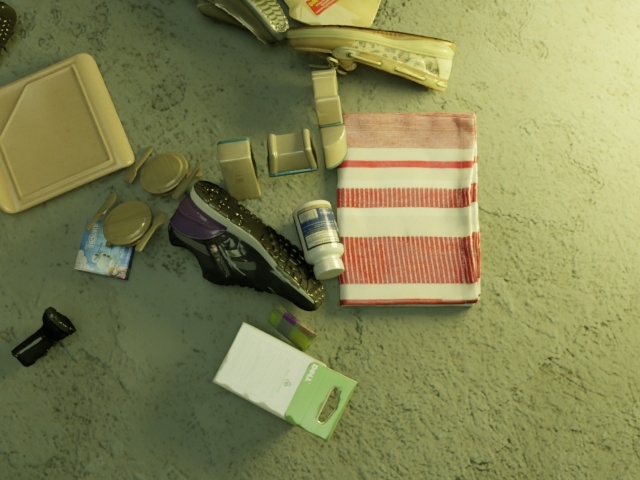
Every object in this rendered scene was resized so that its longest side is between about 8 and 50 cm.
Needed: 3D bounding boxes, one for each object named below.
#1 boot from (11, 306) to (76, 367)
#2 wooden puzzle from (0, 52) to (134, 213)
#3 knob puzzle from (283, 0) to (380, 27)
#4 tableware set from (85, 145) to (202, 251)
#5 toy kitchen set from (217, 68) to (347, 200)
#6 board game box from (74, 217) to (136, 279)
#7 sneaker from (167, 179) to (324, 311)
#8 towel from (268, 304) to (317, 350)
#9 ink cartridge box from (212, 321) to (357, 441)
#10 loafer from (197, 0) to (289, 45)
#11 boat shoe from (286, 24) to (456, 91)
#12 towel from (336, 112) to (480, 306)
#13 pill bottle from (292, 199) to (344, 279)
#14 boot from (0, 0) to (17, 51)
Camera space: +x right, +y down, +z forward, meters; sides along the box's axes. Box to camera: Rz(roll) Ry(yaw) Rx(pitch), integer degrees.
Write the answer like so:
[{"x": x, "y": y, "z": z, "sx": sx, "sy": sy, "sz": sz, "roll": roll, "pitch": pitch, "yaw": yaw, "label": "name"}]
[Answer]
[{"x": -0.453, "y": 0.157, "z": 1.441, "sx": 0.099, "sy": 0.121, "sz": 0.045, "roll": -36, "pitch": 79, "yaw": -10, "label": "boot"}, {"x": -0.465, "y": -0.183, "z": 1.534, "sx": 0.239, "sy": 0.044, "sz": 0.220, "roll": -23, "pitch": 81, "yaw": -6, "label": "wooden puzzle"}, {"x": 0.025, "y": -0.442, "z": 1.557, "sx": 0.213, "sy": 0.030, "sz": 0.213, "roll": 0, "pitch": 80, "yaw": 2, "label": "knob puzzle"}, {"x": -0.285, "y": -0.064, "z": 1.490, "sx": 0.128, "sy": 0.039, "sz": 0.194, "roll": 20, "pitch": 66, "yaw": 29, "label": "tableware set"}, {"x": -0.063, "y": -0.178, "z": 1.493, "sx": 0.207, "sy": 0.122, "sz": 0.166, "roll": -8, "pitch": 61, "yaw": 1, "label": "toy kitchen set"}, {"x": -0.360, "y": 0.015, "z": 1.506, "sx": 0.090, "sy": 0.020, "sz": 0.090, "roll": 11, "pitch": 81, "yaw": 5, "label": "board game box"}, {"x": -0.124, "y": 0.035, "z": 1.470, "sx": 0.283, "sy": 0.107, "sz": 0.124, "roll": 41, "pitch": 111, "yaw": 2, "label": "sneaker"}, {"x": -0.047, "y": 0.143, "z": 1.458, "sx": 0.083, "sy": 0.060, "sz": 0.009, "roll": 37, "pitch": 51, "yaw": 8, "label": "towel"}, {"x": -0.056, "y": 0.227, "z": 1.439, "sx": 0.209, "sy": 0.062, "sz": 0.109, "roll": 27, "pitch": 83, "yaw": 6, "label": "ink cartridge box"}, {"x": -0.160, "y": -0.417, "z": 1.543, "sx": 0.251, "sy": 0.094, "sz": 0.087, "roll": 43, "pitch": 119, "yaw": 6, "label": "loafer"}, {"x": 0.081, "y": -0.308, "z": 1.491, "sx": 0.285, "sy": 0.104, "sz": 0.089, "roll": 7, "pitch": 106, "yaw": -2, "label": "boat shoe"}, {"x": 0.145, "y": -0.055, "z": 1.489, "sx": 0.237, "sy": 0.037, "sz": 0.328, "roll": -1, "pitch": 81, "yaw": 3, "label": "towel"}, {"x": 0.000, "y": 0.000, "z": 1.461, "sx": 0.067, "sy": 0.067, "sz": 0.120, "roll": -16, "pitch": 71, "yaw": 0, "label": "pill bottle"}, {"x": -0.627, "y": -0.345, "z": 1.560, "sx": 0.137, "sy": 0.077, "sz": 0.197, "roll": 34, "pitch": 90, "yaw": 24, "label": "boot"}]
